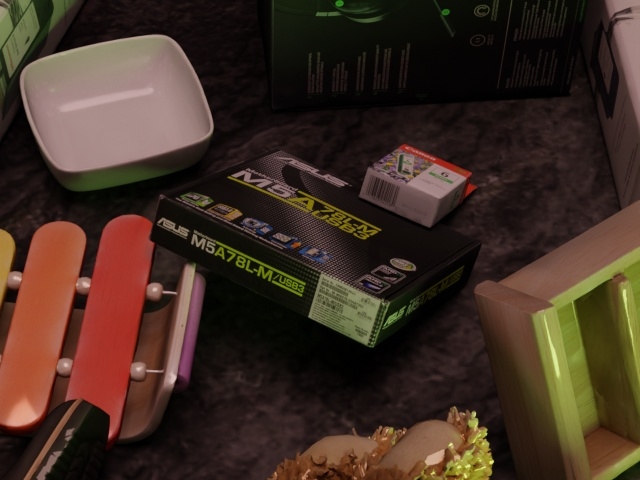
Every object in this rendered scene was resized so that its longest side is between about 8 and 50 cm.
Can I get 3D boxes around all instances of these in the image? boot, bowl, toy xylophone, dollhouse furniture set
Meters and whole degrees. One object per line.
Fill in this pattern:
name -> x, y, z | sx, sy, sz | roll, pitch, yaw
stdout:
boot -> -0.235, 0.170, 1.046 | 0.137, 0.077, 0.198 | 24, 75, 24
bowl -> -0.166, -0.098, 1.330 | 0.142, 0.053, 0.142 | -14, 52, -14
toy xylophone -> -0.241, 0.089, 1.144 | 0.323, 0.081, 0.236 | -1, 49, -3
dollhouse furniture set -> 0.327, 0.092, 0.998 | 0.256, 0.362, 0.394 | -29, 28, -26

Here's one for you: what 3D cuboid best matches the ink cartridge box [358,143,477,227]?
ink cartridge box -> 0.082, -0.049, 1.281 | 0.063, 0.029, 0.115 | 24, 26, 16

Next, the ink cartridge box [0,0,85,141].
ink cartridge box -> -0.339, -0.192, 1.359 | 0.211, 0.121, 0.289 | 14, 50, 10

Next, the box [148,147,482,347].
box -> 0.000, 0.000, 1.205 | 0.191, 0.045, 0.184 | 25, 25, 20

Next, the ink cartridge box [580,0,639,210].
ink cartridge box -> 0.320, -0.136, 1.351 | 0.172, 0.100, 0.237 | -1, 49, -4

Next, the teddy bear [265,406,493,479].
teddy bear -> 0.014, 0.252, 0.938 | 0.113, 0.245, 0.338 | 36, 43, -31

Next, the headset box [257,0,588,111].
headset box -> 0.073, -0.240, 1.337 | 0.283, 0.246, 0.131 | -4, 50, -5
